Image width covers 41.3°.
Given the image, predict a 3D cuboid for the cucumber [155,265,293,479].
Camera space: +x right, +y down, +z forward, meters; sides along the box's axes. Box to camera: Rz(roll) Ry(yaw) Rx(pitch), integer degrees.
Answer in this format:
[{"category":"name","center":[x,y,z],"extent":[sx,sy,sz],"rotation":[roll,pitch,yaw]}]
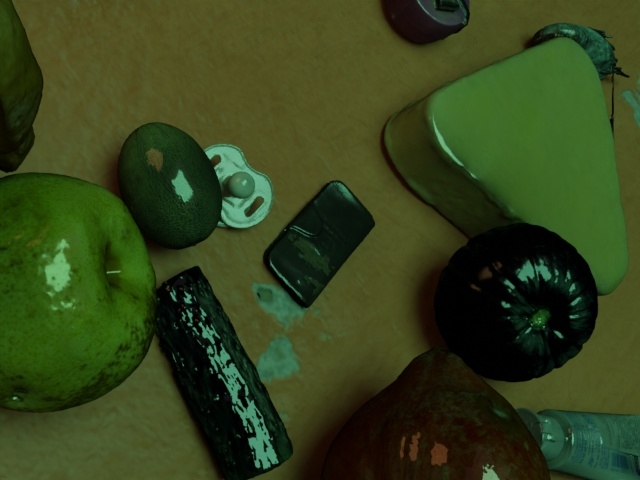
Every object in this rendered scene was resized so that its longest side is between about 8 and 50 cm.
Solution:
[{"category":"cucumber","center":[-0.098,0.128,0.841],"extent":[0.078,0.062,0.211],"rotation":[-23,89,-37]}]

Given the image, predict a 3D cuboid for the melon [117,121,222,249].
[{"category":"melon","center":[-0.149,-0.054,0.842],"extent":[0.098,0.098,0.130],"rotation":[-15,80,-37]}]

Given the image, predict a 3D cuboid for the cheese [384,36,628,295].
[{"category":"cheese","center":[0.294,-0.138,1.176],"extent":[0.384,0.104,0.383],"rotation":[12,68,-32]}]

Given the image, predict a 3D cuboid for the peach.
[{"category":"peach","center":[0.119,0.235,0.859],"extent":[0.233,0.232,0.256],"rotation":[4,83,-34]}]

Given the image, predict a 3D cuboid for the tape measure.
[{"category":"tape measure","center":[0.146,-0.334,1.154],"extent":[0.118,0.074,0.125],"rotation":[-7,77,-36]}]

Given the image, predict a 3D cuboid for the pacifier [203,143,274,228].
[{"category":"pacifier","center":[-0.092,-0.054,0.897],"extent":[0.099,0.078,0.081],"rotation":[44,77,-17]}]

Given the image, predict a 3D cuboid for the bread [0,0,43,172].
[{"category":"bread","center":[-0.337,-0.119,0.642],"extent":[0.194,0.340,0.178],"rotation":[-33,133,-32]}]

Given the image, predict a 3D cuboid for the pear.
[{"category":"pear","center":[-0.238,0.044,0.699],"extent":[0.197,0.197,0.197],"rotation":[12,69,-32]}]

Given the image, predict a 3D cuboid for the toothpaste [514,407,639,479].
[{"category":"toothpaste","center":[0.354,0.270,1.117],"extent":[0.299,0.073,0.113],"rotation":[18,65,-37]}]

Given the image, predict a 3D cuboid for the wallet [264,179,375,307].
[{"category":"wallet","center":[0.000,0.000,0.980],"extent":[0.082,0.018,0.156],"rotation":[50,55,-11]}]

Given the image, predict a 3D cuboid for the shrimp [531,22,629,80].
[{"category":"shrimp","center":[0.423,-0.287,1.338],"extent":[0.233,0.079,0.090],"rotation":[13,72,-36]}]

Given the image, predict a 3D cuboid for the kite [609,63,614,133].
[{"category":"kite","center":[0.437,-0.176,1.277],"extent":[0.160,0.010,0.182],"rotation":[-8,97,-71]}]

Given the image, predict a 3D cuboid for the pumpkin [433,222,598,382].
[{"category":"pumpkin","center":[0.235,0.075,1.030],"extent":[0.202,0.140,0.201],"rotation":[-4,106,-15]}]
